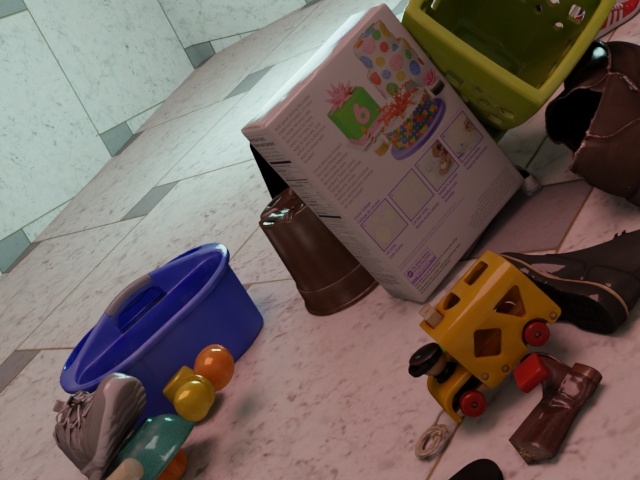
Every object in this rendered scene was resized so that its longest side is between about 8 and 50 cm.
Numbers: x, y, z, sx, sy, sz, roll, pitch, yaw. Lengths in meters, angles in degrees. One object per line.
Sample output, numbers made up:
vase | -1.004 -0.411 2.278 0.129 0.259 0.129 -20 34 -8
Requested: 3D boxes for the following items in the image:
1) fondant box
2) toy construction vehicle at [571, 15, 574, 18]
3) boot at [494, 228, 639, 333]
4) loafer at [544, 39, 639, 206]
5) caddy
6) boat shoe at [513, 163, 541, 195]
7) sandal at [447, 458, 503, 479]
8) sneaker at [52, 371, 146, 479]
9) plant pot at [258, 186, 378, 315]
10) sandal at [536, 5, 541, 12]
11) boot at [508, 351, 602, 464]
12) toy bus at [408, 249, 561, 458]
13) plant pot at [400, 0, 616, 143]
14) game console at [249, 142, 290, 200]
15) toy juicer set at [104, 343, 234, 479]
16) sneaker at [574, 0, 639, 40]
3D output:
fondant box | 0.092 -0.114 1.240 0.238 0.330 0.096 -48 22 -14
toy construction vehicle | 0.481 -0.438 1.670 0.098 0.086 0.035 -2 47 53
boot | 0.300 0.027 1.044 0.137 0.077 0.198 -39 35 -19
loafer | 0.367 -0.182 1.206 0.366 0.130 0.134 -82 7 -60
caddy | -0.263 0.144 1.478 0.341 0.179 0.241 -44 22 -18
boat shoe | 0.290 -0.096 1.334 0.035 0.035 0.100 -35 23 5
sandal | 0.097 0.268 0.886 0.179 0.040 0.067 -40 22 -8
sneaker | -0.329 0.259 1.283 0.105 0.115 0.281 -57 0 -41
plant pot | 0.000 0.000 1.397 0.167 0.165 0.167 -31 23 15
sandal | 0.375 -0.535 1.987 0.167 0.107 0.446 -27 24 21
boot | 0.216 0.169 0.921 0.114 0.037 0.106 -51 24 -21
toy bus | 0.155 0.105 0.982 0.191 0.104 0.202 -36 17 44
plant pot | 0.240 -0.281 1.293 0.228 0.227 0.207 -52 -4 -22
game console | 0.060 -0.092 1.457 0.361 0.213 0.044 -1 34 37
toy juicer set | -0.203 0.275 1.213 0.209 0.089 0.329 -43 8 45
sneaker | 0.502 -0.405 1.596 0.118 0.067 0.042 -34 23 5
